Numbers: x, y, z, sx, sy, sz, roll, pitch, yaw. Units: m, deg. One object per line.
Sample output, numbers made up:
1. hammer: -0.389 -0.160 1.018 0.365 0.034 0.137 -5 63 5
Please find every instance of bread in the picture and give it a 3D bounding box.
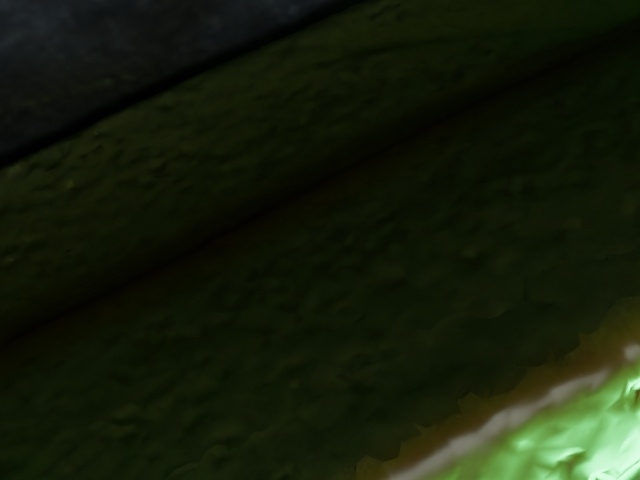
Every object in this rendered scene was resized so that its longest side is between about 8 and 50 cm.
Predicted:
1. bread: 0.000 0.000 0.510 0.245 0.233 0.361 29 102 -38
